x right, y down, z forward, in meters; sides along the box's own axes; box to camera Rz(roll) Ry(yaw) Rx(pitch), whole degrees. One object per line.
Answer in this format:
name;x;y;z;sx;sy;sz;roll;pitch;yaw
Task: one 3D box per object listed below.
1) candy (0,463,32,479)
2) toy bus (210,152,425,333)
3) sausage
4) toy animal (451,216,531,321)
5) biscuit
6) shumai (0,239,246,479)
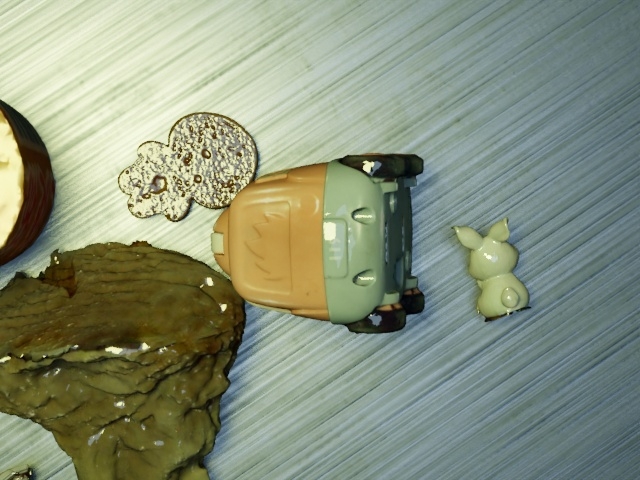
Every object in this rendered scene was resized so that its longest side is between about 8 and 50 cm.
candy;-0.357;0.384;1.339;0.094;0.051;0.226;-9;91;-1
toy bus;0.000;0.000;1.264;0.232;0.287;0.194;-3;95;12
sausage;-0.420;-0.068;1.214;0.233;0.287;0.233;0;91;-9
toy animal;0.214;0.036;1.371;0.071;0.085;0.124;-15;86;13
biscuit;-0.162;-0.089;1.362;0.175;0.026;0.124;-23;91;-4
shumai;-0.233;0.166;1.319;0.346;0.217;0.283;-15;123;6
